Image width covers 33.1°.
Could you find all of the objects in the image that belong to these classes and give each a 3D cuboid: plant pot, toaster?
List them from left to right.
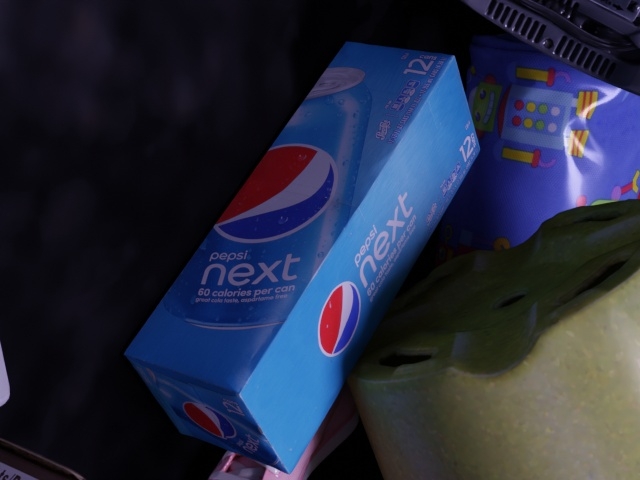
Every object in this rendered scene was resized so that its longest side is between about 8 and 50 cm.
[{"bbox_3d":[0.157,-0.175,0.595,0.146,0.227,0.129,-40,157,-57],"label":"toaster"},{"bbox_3d":[0.146,0.128,0.551,0.276,0.276,0.253,-38,103,-46],"label":"plant pot"}]

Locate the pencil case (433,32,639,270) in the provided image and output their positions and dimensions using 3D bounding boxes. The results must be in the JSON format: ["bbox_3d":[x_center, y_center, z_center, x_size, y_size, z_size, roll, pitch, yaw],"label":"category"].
[{"bbox_3d":[0.142,0.017,0.706,0.133,0.119,0.306,-2,106,-32],"label":"pencil case"}]

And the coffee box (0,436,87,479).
[{"bbox_3d":[-0.134,0.207,0.354,0.246,0.098,0.141,-56,144,-30],"label":"coffee box"}]

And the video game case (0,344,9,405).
[{"bbox_3d":[-0.181,0.010,0.273,0.212,0.023,0.193,-35,130,-47],"label":"video game case"}]

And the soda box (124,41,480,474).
[{"bbox_3d":[0.000,0.000,0.521,0.210,0.067,0.071,-58,144,-28],"label":"soda box"}]

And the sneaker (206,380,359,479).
[{"bbox_3d":[-0.026,0.093,0.536,0.134,0.051,0.070,-44,135,-47],"label":"sneaker"}]

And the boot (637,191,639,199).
[{"bbox_3d":[0.267,-0.028,0.841,0.088,0.176,0.244,-39,135,-48],"label":"boot"}]
